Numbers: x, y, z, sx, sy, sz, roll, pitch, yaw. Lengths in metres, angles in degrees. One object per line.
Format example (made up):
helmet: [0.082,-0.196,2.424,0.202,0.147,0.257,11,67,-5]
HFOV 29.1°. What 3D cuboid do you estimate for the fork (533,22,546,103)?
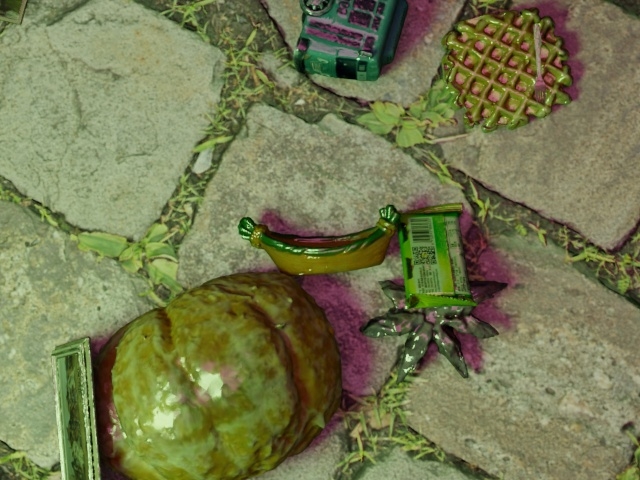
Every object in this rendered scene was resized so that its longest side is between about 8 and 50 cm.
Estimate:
fork: [0.304,-0.246,1.716,0.016,0.012,0.115,-3,84,-2]

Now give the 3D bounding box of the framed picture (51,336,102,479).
framed picture: [-0.328,0.270,1.654,0.017,0.217,0.274,-3,82,-23]

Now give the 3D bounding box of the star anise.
star anise: [0.156,0.110,1.699,0.205,0.061,0.180,1,84,4]

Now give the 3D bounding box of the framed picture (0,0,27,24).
framed picture: [-0.477,-0.360,1.824,0.089,0.006,0.066,15,85,6]

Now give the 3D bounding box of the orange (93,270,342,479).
orange: [-0.147,0.202,1.644,0.369,0.210,0.270,-26,93,-1]

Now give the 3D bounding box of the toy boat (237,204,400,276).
toy boat: [0.000,0.000,1.709,0.230,0.089,0.088,-6,98,7]

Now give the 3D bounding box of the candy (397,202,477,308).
candy: [0.155,0.021,1.690,0.102,0.032,0.178,-1,52,-4]

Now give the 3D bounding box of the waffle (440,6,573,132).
waffle: [0.263,-0.241,1.740,0.184,0.036,0.169,-13,87,2]

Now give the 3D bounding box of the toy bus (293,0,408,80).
toy bus: [0.054,-0.351,1.723,0.147,0.128,0.256,15,84,4]
